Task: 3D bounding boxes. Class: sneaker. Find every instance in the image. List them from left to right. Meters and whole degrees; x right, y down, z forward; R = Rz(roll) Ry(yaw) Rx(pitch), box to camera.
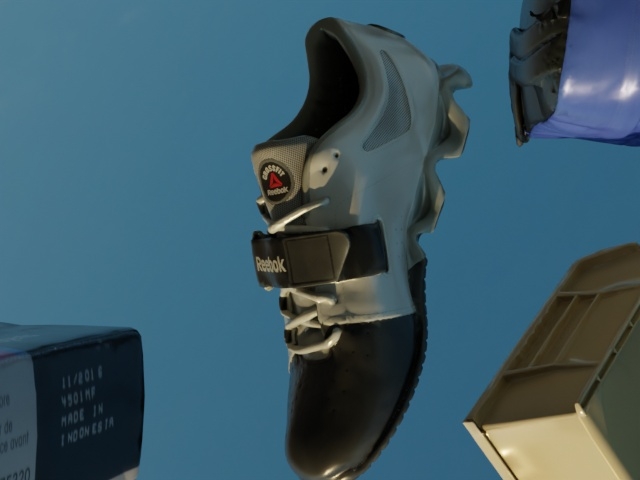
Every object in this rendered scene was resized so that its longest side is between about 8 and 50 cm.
[{"bbox_3d":[0.000,0.000,0.893,0.122,0.146,0.330,-12,-120,49],"label":"sneaker"}]

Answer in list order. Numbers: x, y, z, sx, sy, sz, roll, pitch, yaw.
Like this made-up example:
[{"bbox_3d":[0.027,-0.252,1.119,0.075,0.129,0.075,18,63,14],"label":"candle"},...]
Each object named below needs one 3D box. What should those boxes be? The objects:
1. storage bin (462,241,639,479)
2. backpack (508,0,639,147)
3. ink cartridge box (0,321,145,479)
[{"bbox_3d":[0.300,0.172,1.184,0.123,0.262,0.260,-18,-157,47],"label":"storage bin"},{"bbox_3d":[0.115,-0.083,0.442,0.101,0.120,0.097,0,-90,9],"label":"backpack"},{"bbox_3d":[-0.260,0.053,0.408,0.371,0.176,0.069,0,-88,14],"label":"ink cartridge box"}]
